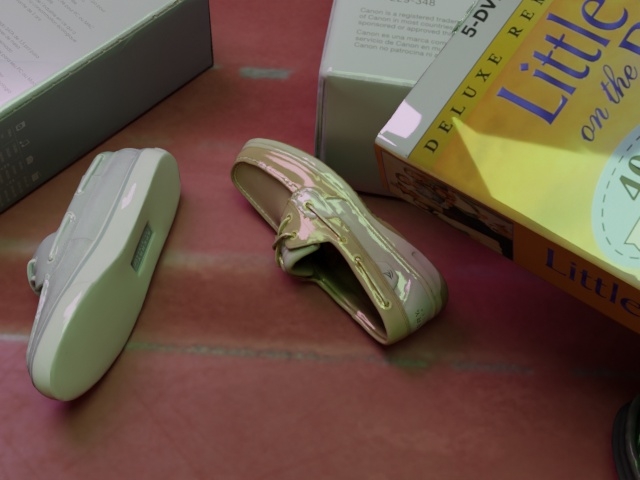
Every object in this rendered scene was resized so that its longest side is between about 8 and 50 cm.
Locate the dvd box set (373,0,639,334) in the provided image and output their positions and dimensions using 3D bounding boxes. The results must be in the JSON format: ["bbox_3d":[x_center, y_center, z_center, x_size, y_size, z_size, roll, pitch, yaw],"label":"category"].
[{"bbox_3d":[0.283,-0.056,0.558,0.420,0.062,0.307,32,75,22],"label":"dvd box set"}]

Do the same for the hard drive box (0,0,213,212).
[{"bbox_3d":[-0.219,-0.137,0.760,0.232,0.089,0.181,-39,67,-22],"label":"hard drive box"}]

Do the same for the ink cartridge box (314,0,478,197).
[{"bbox_3d":[0.129,-0.176,0.770,0.226,0.131,0.306,9,57,4],"label":"ink cartridge box"}]

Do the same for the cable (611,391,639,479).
[{"bbox_3d":[0.202,0.205,0.567,0.139,0.072,0.287,18,58,3],"label":"cable"}]

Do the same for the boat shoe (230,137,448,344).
[{"bbox_3d":[0.000,0.000,0.695,0.170,0.063,0.059,38,58,19],"label":"boat shoe"}]

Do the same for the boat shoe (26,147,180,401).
[{"bbox_3d":[-0.146,0.014,0.685,0.063,0.066,0.184,6,59,19],"label":"boat shoe"}]
